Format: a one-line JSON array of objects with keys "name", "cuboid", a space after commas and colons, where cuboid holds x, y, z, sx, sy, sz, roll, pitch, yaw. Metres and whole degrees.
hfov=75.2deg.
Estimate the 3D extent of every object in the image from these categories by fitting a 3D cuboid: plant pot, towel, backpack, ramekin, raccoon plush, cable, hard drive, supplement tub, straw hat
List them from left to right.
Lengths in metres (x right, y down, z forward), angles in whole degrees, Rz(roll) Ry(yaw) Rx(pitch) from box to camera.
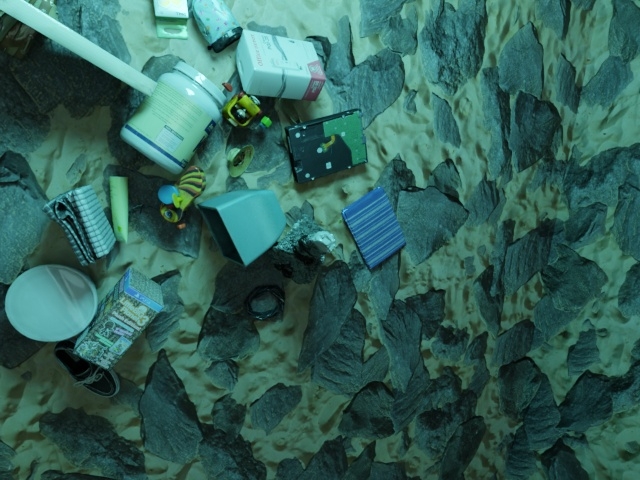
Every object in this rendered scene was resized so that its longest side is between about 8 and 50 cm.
[{"name": "ramekin", "cuboid": [-0.919, 0.207, 1.455, 0.273, 0.127, 0.272, -2, 96, -16]}, {"name": "towel", "cuboid": [-0.787, -0.053, 1.378, 0.121, 0.284, 0.235, -21, 109, -16]}, {"name": "supplement tub", "cuboid": [-0.500, -0.419, 1.438, 0.235, 0.235, 0.324, 36, 87, -26]}, {"name": "backpack", "cuboid": [-0.370, -0.784, 1.474, 0.152, 0.115, 0.182, -37, 111, -8]}, {"name": "straw hat", "cuboid": [-0.329, -0.325, 1.627, 0.061, 0.144, 0.144, 35, 87, 12]}, {"name": "plant pot", "cuboid": [-0.283, -0.081, 1.618, 0.252, 0.247, 0.247, -33, 113, -24]}, {"name": "cable", "cuboid": [-0.242, 0.269, 1.819, 0.185, 0.047, 0.150, 2, 101, -23]}, {"name": "raccoon plush", "cuboid": [0.000, 0.000, 1.645, 0.216, 0.446, 0.299, 53, 54, -19]}, {"name": "hard drive", "cuboid": [0.031, -0.398, 1.742, 0.339, 0.064, 0.236, -20, 122, -16]}, {"name": "towel", "cuboid": [0.255, -0.060, 1.963, 0.243, 0.040, 0.336, -34, 115, -14]}]

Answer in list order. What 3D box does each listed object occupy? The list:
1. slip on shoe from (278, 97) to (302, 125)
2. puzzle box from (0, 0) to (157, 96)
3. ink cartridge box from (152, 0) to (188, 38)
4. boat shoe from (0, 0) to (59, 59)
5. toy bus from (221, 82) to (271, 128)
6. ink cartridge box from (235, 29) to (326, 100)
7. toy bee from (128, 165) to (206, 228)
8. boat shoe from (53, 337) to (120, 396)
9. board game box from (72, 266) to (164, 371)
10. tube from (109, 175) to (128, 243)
[{"name": "slip on shoe", "cuboid": [-0.119, -0.520, 1.683, 0.051, 0.041, 0.135, -35, 113, -12]}, {"name": "puzzle box", "cuboid": [-0.711, -0.578, 1.224, 0.409, 0.272, 0.052, 25, 99, -46]}, {"name": "ink cartridge box", "cuboid": [-0.518, -0.815, 1.431, 0.109, 0.062, 0.209, -8, 106, -22]}, {"name": "boat shoe", "cuboid": [-0.876, -0.702, 1.286, 0.324, 0.123, 0.116, -49, 135, -1]}, {"name": "toy bus", "cuboid": [-0.297, -0.474, 1.540, 0.191, 0.202, 0.104, 37, 86, 18]}, {"name": "ink cartridge box", "cuboid": [-0.149, -0.638, 1.532, 0.283, 0.117, 0.207, -4, 64, -29]}, {"name": "toy bee", "cuboid": [-0.525, -0.133, 1.539, 0.298, 0.195, 0.162, -31, 100, 27]}, {"name": "boat shoe", "cuboid": [-0.879, 0.495, 1.570, 0.113, 0.105, 0.306, -32, 112, -13]}, {"name": "board game box", "cuboid": [-0.727, 0.276, 1.512, 0.141, 0.232, 0.291, 41, 85, -27]}, {"name": "tube", "cuboid": [-0.726, -0.111, 1.505, 0.062, 0.070, 0.240, 1, 100, -7]}]
